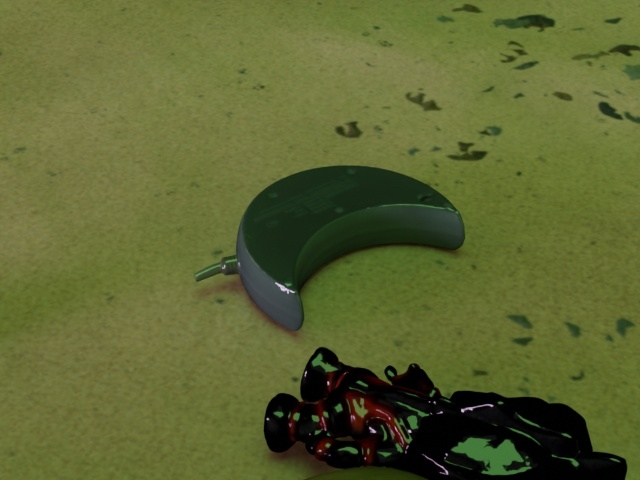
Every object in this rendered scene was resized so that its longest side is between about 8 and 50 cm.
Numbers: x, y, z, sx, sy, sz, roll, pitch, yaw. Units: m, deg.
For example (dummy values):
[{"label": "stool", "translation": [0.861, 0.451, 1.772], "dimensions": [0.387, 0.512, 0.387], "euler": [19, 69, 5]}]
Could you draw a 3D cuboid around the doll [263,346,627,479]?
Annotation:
[{"label": "doll", "translation": [0.089, 0.138, 1.048], "dimensions": [0.248, 0.088, 0.127], "euler": [9, 59, 22]}]

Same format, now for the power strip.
[{"label": "power strip", "translation": [0.000, 0.000, 1.234], "dimensions": [0.216, 0.044, 0.137], "euler": [-24, 46, -29]}]

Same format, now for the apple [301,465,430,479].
[{"label": "apple", "translation": [0.031, 0.221, 0.856], "dimensions": [0.200, 0.200, 0.200], "euler": [2, 39, -1]}]
